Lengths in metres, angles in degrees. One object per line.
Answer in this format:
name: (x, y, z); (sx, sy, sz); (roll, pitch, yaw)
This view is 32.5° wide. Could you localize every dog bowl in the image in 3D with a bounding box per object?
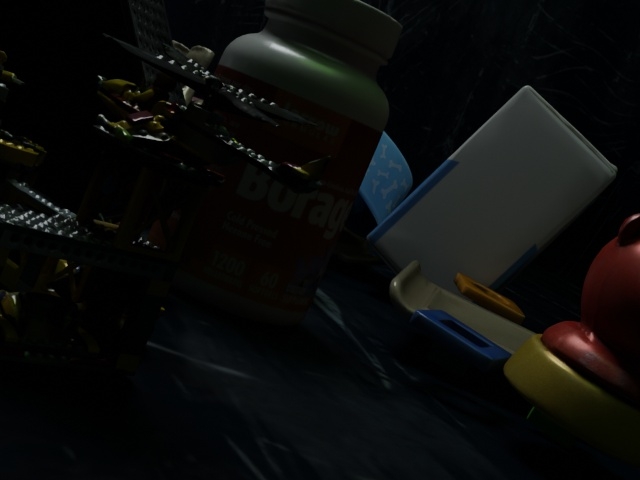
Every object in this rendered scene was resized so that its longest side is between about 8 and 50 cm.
dog bowl: (-0.010, -0.113, 1.259); (0.297, 0.074, 0.166); (34, -17, 43)

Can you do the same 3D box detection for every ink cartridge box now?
ink cartridge box: (0.194, -0.032, 1.195); (0.129, 0.223, 0.307); (47, 10, 9)

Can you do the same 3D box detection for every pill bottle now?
pill bottle: (-0.028, -0.061, 0.740); (0.121, 0.216, 0.121); (22, 6, -2)

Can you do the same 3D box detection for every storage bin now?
storage bin: (-0.154, -0.096, 0.658); (0.122, 0.180, 0.084); (-12, 0, 8)

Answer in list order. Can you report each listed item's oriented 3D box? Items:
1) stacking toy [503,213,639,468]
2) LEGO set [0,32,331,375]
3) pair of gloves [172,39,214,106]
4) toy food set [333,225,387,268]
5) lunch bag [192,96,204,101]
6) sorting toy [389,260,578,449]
stacking toy: (0.298, 0.114, 0.636); (0.309, 0.130, 0.279); (22, 12, -29)
LEGO set: (-0.177, -0.080, 0.438); (0.331, 0.192, 0.255); (18, 7, -41)
pair of gloves: (-0.096, -0.074, 0.906); (0.240, 0.204, 0.042); (20, -34, 0)
toy food set: (0.000, 0.000, 1.261); (0.132, 0.038, 0.192); (7, 21, -45)
lunch bag: (-0.145, -0.094, 1.095); (0.258, 0.120, 0.293); (18, 8, -38)
sorting toy: (0.141, 0.089, 0.876); (0.196, 0.047, 0.348); (30, 9, 7)
